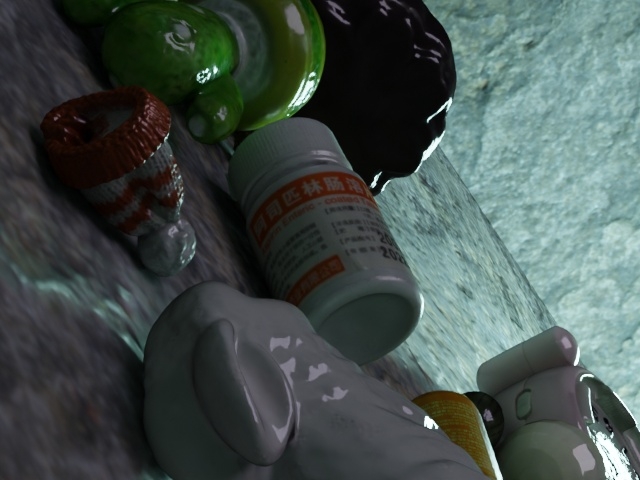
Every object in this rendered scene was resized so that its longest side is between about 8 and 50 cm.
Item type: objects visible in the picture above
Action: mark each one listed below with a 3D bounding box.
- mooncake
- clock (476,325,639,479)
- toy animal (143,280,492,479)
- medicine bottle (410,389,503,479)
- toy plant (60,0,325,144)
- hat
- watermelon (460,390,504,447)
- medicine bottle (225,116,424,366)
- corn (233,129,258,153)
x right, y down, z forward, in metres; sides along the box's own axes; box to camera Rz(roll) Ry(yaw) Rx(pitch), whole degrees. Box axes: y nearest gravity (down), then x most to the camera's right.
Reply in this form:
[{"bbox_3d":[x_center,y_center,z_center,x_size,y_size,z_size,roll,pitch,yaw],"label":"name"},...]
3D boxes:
[{"bbox_3d":[0.027,-0.188,1.912,0.283,0.283,0.141,49,14,-27],"label":"mooncake"},{"bbox_3d":[0.335,0.314,2.017,0.342,0.184,0.325,45,20,-23],"label":"clock"},{"bbox_3d":[-0.002,0.174,1.137,0.357,0.194,0.258,42,34,12],"label":"toy animal"},{"bbox_3d":[0.136,0.243,1.608,0.096,0.096,0.192,49,14,-27],"label":"medicine bottle"},{"bbox_3d":[-0.132,-0.196,1.666,0.224,0.184,0.316,53,27,12],"label":"toy plant"},{"bbox_3d":[-0.153,-0.042,1.301,0.162,0.112,0.093,59,35,-36],"label":"hat"},{"bbox_3d":[0.184,0.220,1.898,0.078,0.078,0.111,55,6,0],"label":"watermelon"},{"bbox_3d":[0.000,0.000,1.627,0.144,0.144,0.252,42,17,-48],"label":"medicine bottle"},{"bbox_3d":[-0.040,-0.052,1.789,0.072,0.072,0.203,37,23,-56],"label":"corn"}]
